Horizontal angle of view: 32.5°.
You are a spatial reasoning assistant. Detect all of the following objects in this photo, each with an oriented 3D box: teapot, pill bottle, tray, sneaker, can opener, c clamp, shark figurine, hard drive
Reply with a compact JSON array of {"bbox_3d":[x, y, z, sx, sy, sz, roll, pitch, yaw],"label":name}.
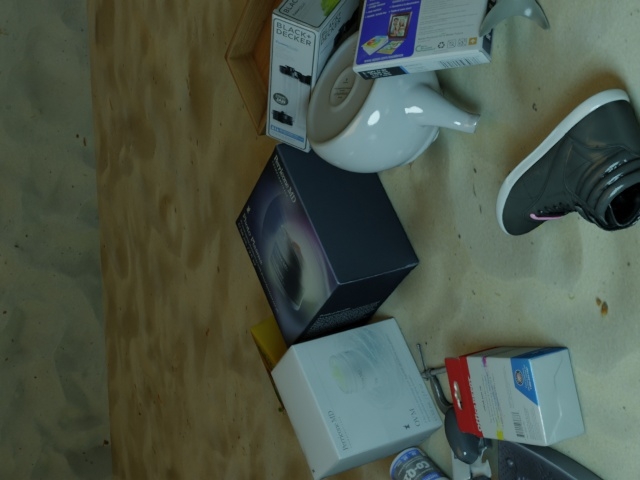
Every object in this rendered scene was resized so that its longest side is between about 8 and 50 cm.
[{"bbox_3d":[0.107,-0.207,1.762,0.252,0.187,0.256,-47,33,32],"label":"teapot"},{"bbox_3d":[0.192,0.445,1.991,0.137,0.078,0.078,41,137,48],"label":"pill bottle"},{"bbox_3d":[-0.070,-0.403,2.124,0.202,0.076,0.411,67,151,20],"label":"tray"},{"bbox_3d":[0.336,-0.053,1.455,0.295,0.105,0.146,-56,47,50],"label":"sneaker"},{"bbox_3d":[0.235,0.406,1.777,0.076,0.095,0.283,-32,40,32],"label":"can opener"},{"bbox_3d":[0.220,0.243,1.909,0.161,0.022,0.137,-19,84,64],"label":"c clamp"},{"bbox_3d":[0.283,-0.384,1.407,0.278,0.116,0.166,-33,71,60],"label":"shark figurine"},{"bbox_3d":[0.364,0.406,1.667,0.255,0.054,0.171,26,124,59],"label":"hard drive"}]

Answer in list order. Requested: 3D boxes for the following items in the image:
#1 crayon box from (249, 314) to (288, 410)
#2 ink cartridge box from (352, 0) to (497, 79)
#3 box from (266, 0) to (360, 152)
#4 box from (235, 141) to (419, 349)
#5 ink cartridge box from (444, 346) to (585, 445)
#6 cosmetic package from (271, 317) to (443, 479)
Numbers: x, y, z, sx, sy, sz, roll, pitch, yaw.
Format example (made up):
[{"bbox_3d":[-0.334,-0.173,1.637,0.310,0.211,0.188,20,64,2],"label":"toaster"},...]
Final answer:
[{"bbox_3d":[-0.044,0.286,2.259,0.202,0.081,0.318,48,162,45],"label":"crayon box"},{"bbox_3d":[0.157,-0.344,1.599,0.206,0.045,0.208,-3,69,33],"label":"ink cartridge box"},{"bbox_3d":[-0.013,-0.312,1.882,0.087,0.169,0.290,25,143,14],"label":"box"},{"bbox_3d":[0.000,0.000,2.052,0.296,0.183,0.294,65,150,20],"label":"box"},{"bbox_3d":[0.294,0.236,1.699,0.231,0.078,0.134,-8,94,63],"label":"ink cartridge box"},{"bbox_3d":[0.064,0.288,2.007,0.224,0.225,0.138,66,151,20],"label":"cosmetic package"}]
